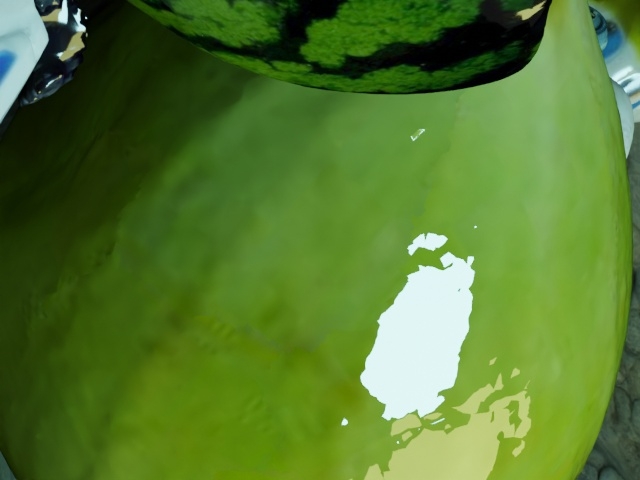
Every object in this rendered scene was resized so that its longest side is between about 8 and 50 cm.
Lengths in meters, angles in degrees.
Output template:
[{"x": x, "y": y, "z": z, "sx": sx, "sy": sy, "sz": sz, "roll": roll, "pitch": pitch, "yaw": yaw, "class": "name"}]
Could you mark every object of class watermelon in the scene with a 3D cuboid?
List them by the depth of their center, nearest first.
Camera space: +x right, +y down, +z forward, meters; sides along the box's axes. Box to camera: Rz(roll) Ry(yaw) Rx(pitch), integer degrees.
[{"x": 0.011, "y": -0.104, "z": 0.394, "sx": 0.094, "sy": 0.125, "sz": 0.135, "roll": -74, "pitch": -173, "yaw": -46, "class": "watermelon"}]

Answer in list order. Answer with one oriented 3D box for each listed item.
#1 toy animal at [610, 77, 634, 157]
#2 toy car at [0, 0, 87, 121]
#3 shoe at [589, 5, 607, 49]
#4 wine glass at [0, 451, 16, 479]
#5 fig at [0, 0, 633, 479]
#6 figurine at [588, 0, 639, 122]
[{"x": 0.030, "y": -0.010, "z": 0.805, "sx": 0.249, "sy": 0.174, "sz": 0.289, "roll": -36, "pitch": 175, "yaw": 27, "class": "toy animal"}, {"x": -0.114, "y": -0.016, "z": 0.301, "sx": 0.170, "sy": 0.070, "sz": 0.080, "roll": -31, "pitch": 173, "yaw": -40, "class": "toy car"}, {"x": 0.115, "y": -0.112, "z": 0.888, "sx": 0.064, "sy": 0.071, "sz": 0.143, "roll": -42, "pitch": 156, "yaw": -62, "class": "shoe"}, {"x": -0.109, "y": 0.054, "z": 0.913, "sx": 0.222, "sy": 0.103, "sz": 0.103, "roll": -30, "pitch": 174, "yaw": -38, "class": "wine glass"}, {"x": -0.007, "y": -0.001, "z": 0.531, "sx": 0.207, "sy": 0.230, "sz": 0.207, "roll": 0, "pitch": -159, "yaw": 0, "class": "fig"}, {"x": 0.239, "y": -0.154, "z": 1.067, "sx": 0.193, "sy": 0.154, "sz": 0.421, "roll": -20, "pitch": -169, "yaw": 43, "class": "figurine"}]
